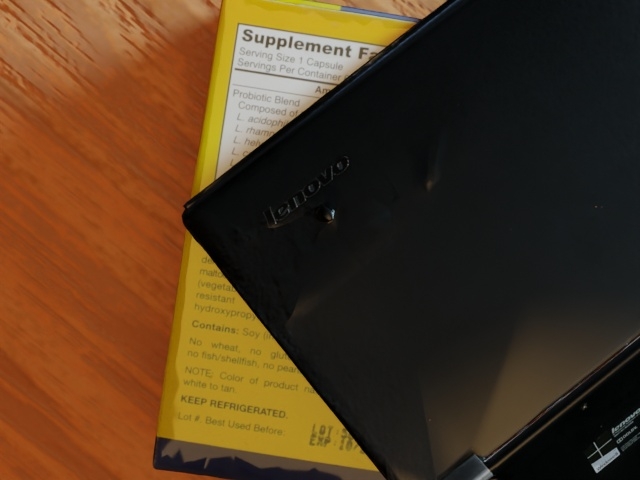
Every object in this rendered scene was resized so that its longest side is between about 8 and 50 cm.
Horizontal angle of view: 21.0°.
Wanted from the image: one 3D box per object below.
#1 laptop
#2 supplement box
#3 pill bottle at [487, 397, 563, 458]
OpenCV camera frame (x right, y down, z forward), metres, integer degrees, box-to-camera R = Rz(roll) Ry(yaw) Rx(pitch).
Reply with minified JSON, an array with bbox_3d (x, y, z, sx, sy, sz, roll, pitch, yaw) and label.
[{"bbox_3d":[0.187,0.047,1.245,0.382,0.236,0.408,-38,131,-4],"label":"laptop"},{"bbox_3d":[0.000,0.000,1.327,0.194,0.195,0.356,9,95,0],"label":"supplement box"},{"bbox_3d":[0.139,0.187,1.391,0.086,0.086,0.152,15,95,1],"label":"pill bottle"}]
